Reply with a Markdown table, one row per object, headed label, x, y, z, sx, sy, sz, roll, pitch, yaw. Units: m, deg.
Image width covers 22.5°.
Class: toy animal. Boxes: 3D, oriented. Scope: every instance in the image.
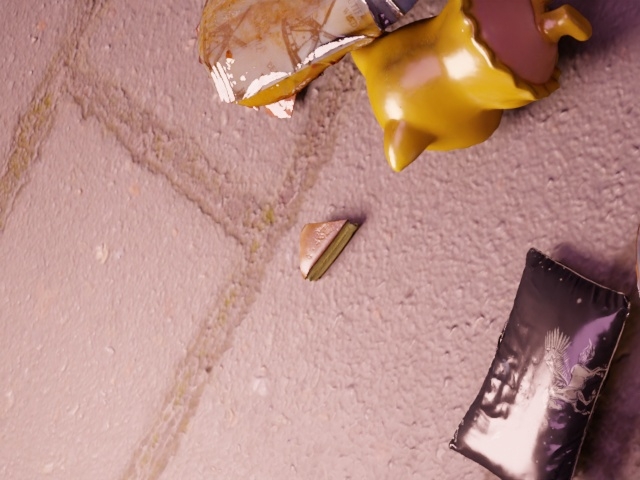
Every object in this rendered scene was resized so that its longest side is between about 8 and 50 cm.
| label | x | y | z | sx | sy | sz | roll | pitch | yaw |
| --- | --- | --- | --- | --- | --- | --- | --- | --- | --- |
| toy animal | 0.139 | -0.168 | 1.482 | 0.229 | 0.156 | 0.156 | -31 | 67 | 29 |

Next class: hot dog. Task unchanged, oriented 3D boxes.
| label | x | y | z | sx | sy | sz | roll | pitch | yaw |
| --- | --- | --- | --- | --- | --- | --- | --- | --- | --- |
| hot dog | -0.009 | -0.227 | 1.538 | 0.270 | 0.082 | 0.163 | -24 | 61 | 36 |

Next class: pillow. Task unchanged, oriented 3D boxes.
| label | x | y | z | sx | sy | sz | roll | pitch | yaw |
| --- | --- | --- | --- | --- | --- | --- | --- | --- | --- |
| pillow | 0.201 | 0.126 | 1.452 | 0.141 | 0.055 | 0.208 | 30 | 104 | 44 |

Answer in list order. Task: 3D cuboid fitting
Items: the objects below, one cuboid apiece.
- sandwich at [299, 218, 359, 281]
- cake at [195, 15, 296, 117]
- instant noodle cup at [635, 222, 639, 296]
| label | x | y | z | sx | sy | sz | roll | pitch | yaw |
| --- | --- | --- | --- | --- | --- | --- | --- | --- | --- |
| sandwich | 0.000 | 0.000 | 1.646 | 0.044 | 0.031 | 0.083 | 47 | 112 | 28 |
| cake | -0.046 | -0.277 | 1.669 | 0.135 | 0.098 | 0.287 | 27 | 102 | 37 |
| instant noodle cup | 0.367 | 0.035 | 1.273 | 0.185 | 0.168 | 0.168 | -15 | 76 | 30 |
